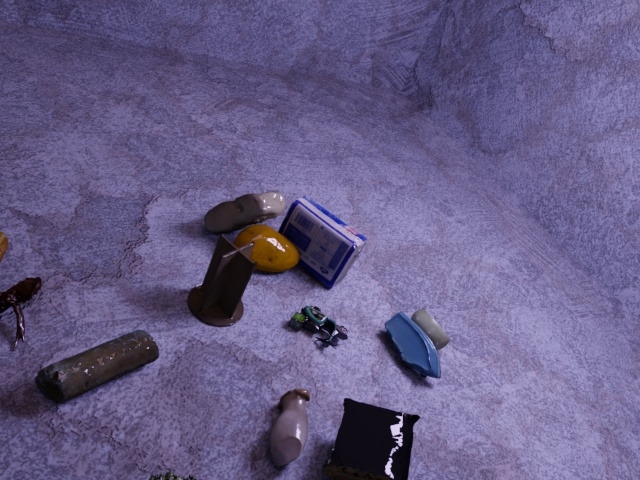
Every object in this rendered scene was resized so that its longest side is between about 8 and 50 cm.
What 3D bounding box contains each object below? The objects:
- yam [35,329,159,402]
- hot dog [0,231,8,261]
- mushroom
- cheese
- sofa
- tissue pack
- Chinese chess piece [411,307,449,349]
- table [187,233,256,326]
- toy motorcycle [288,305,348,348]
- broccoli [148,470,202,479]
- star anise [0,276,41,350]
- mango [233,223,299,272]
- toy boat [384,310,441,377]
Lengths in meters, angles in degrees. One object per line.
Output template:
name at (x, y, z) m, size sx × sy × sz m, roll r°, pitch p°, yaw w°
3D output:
yam at (-0.505, 0.285, 1.303) m, size 0.093 × 0.093 × 0.259 m, roll 43°, pitch 37°, yaw 23°
hot dog at (-0.829, 0.080, 1.367) m, size 0.061 × 0.087 × 0.285 m, roll 12°, pitch 33°, yaw -12°
mushroom at (-0.071, 0.445, 1.372) m, size 0.088 × 0.097 × 0.212 m, roll 14°, pitch 34°, yaw 0°
cheese at (-0.250, -0.088, 1.845) m, size 0.159 × 0.263 × 0.093 m, roll -4°, pitch 79°, yaw -62°
sofa at (0.119, 0.533, 1.365) m, size 0.200 × 0.182 × 0.258 m, roll 12°, pitch 32°, yaw 9°
tissue pack at (0.000, 0.000, 1.913) m, size 0.270 × 0.209 × 0.137 m, roll 36°, pitch 36°, yaw 14°
Chinese chess piece at (0.356, 0.286, 1.843) m, size 0.144 × 0.058 × 0.144 m, roll 51°, pitch 0°, yaw 0°
table at (-0.261, 0.104, 1.584) m, size 0.167 × 0.226 × 0.167 m, roll 18°, pitch 36°, yaw -13°
toy motorcycle at (0.000, 0.260, 1.706) m, size 0.173 × 0.058 × 0.100 m, roll 30°, pitch 41°, yaw 7°
broccoli at (-0.269, 0.518, 1.092) m, size 0.155 × 0.160 × 0.167 m, roll -11°, pitch 54°, yaw -5°
star anise at (-0.707, 0.165, 1.351) m, size 0.140 × 0.158 × 0.144 m, roll -36°, pitch 101°, yaw -43°
mango at (-0.169, 0.027, 1.838) m, size 0.227 × 0.109 × 0.147 m, roll 14°, pitch 67°, yaw -25°
toy boat at (0.296, 0.334, 1.778) m, size 0.238 × 0.109 × 0.098 m, roll 54°, pitch 9°, yaw 35°
